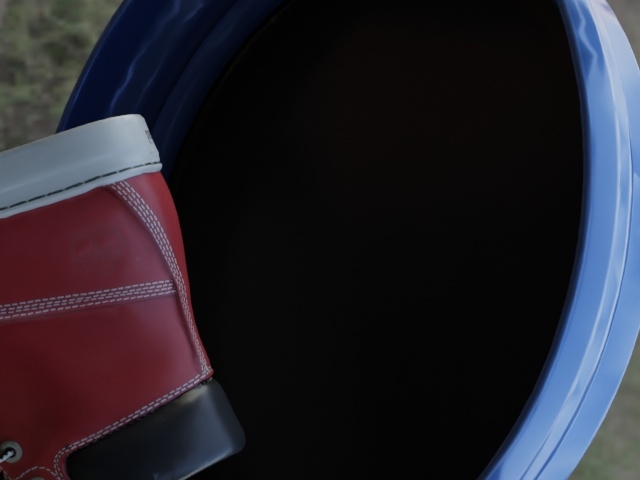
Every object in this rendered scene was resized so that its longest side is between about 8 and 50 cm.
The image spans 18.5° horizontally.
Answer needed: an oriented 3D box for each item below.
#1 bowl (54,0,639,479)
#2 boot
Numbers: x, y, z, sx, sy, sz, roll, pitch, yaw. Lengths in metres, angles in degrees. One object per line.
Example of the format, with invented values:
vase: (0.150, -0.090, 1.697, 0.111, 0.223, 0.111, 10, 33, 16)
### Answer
bowl: (0.000, 0.000, 0.975, 0.077, 0.391, 0.391, 16, 72, -43)
boot: (-0.161, 0.067, 0.782, 0.088, 0.244, 0.176, 172, -98, -84)
